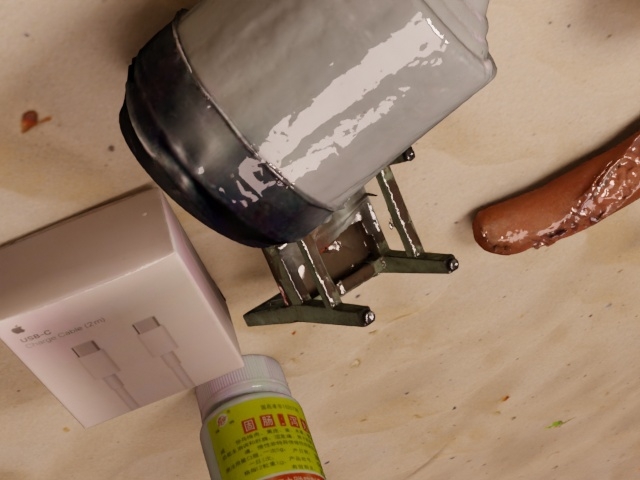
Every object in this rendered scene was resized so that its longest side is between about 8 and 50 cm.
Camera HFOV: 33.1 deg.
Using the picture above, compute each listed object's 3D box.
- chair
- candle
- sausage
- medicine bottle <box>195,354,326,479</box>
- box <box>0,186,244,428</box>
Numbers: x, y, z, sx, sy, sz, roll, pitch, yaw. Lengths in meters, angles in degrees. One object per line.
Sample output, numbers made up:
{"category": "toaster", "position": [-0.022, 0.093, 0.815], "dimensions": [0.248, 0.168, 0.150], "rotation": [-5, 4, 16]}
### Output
{"category": "chair", "position": [0.000, 0.000, 1.145], "dimensions": [0.136, 0.147, 0.270], "rotation": [-30, -168, -27]}
{"category": "candle", "position": [0.011, -0.160, 0.891], "dimensions": [0.342, 0.221, 0.221], "rotation": [-40, 140, 18]}
{"category": "sausage", "position": [0.332, -0.070, 1.275], "dimensions": [0.326, 0.079, 0.087], "rotation": [-30, 117, 11]}
{"category": "medicine bottle", "position": [-0.076, 0.271, 1.369], "dimensions": [0.139, 0.225, 0.139], "rotation": [-13, 142, -11]}
{"category": "box", "position": [-0.218, 0.079, 1.167], "dimensions": [0.203, 0.106, 0.252], "rotation": [-20, 142, 1]}
